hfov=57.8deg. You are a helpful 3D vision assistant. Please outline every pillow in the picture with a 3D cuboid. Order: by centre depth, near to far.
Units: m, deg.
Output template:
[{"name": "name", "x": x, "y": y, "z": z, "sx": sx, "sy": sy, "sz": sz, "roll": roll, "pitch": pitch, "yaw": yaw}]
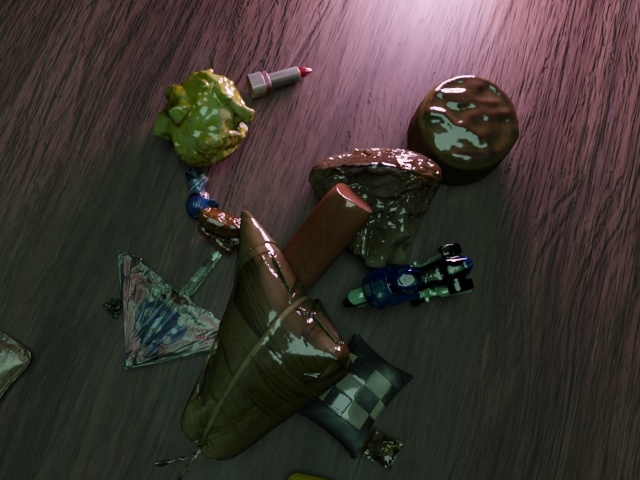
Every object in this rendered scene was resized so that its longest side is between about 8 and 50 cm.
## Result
[{"name": "pillow", "x": -0.796, "y": 0.332, "z": 1.382, "sx": 0.130, "sy": 0.033, "sz": 0.217, "roll": 33, "pitch": 76, "yaw": 5}, {"name": "pillow", "x": 0.085, "y": 0.373, "z": 1.412, "sx": 0.186, "sy": 0.106, "sz": 0.250, "roll": 40, "pitch": 72, "yaw": 5}]

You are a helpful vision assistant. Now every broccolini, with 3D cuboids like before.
[{"name": "broccolini", "x": -0.443, "y": 0.177, "z": 1.450, "sx": 0.194, "sy": 0.054, "sz": 0.052, "roll": 12, "pitch": 57, "yaw": -4}]

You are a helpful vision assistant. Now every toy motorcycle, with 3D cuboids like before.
[{"name": "toy motorcycle", "x": 0.219, "y": 0.105, "z": 1.443, "sx": 0.331, "sy": 0.196, "sz": 0.125, "roll": -14, "pitch": 77, "yaw": -7}]

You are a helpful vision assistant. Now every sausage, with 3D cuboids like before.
[{"name": "sausage", "x": -0.001, "y": 0.001, "z": 1.428, "sx": 0.121, "sy": 0.121, "sz": 0.304, "roll": 42, "pitch": 117, "yaw": 6}]

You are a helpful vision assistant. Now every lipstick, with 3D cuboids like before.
[{"name": "lipstick", "x": -0.111, "y": -0.454, "z": 1.628, "sx": 0.186, "sy": 0.057, "sz": 0.063, "roll": -19, "pitch": 78, "yaw": -15}]

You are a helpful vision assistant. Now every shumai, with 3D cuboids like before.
[{"name": "shumai", "x": 0.149, "y": -0.091, "z": 1.531, "sx": 0.346, "sy": 0.217, "sz": 0.283, "roll": -5, "pitch": 109, "yaw": 6}]

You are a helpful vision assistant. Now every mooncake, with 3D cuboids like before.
[{"name": "mooncake", "x": 0.389, "y": -0.304, "z": 1.582, "sx": 0.284, "sy": 0.155, "sz": 0.284, "roll": 1, "pitch": 75, "yaw": -3}]

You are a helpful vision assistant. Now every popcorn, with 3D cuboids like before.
[{"name": "popcorn", "x": -0.297, "y": -0.317, "z": 1.508, "sx": 0.255, "sy": 0.195, "sz": 0.256, "roll": 8, "pitch": 94, "yaw": 2}]

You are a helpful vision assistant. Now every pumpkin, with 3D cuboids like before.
[{"name": "pumpkin", "x": 0.152, "y": 0.508, "z": 1.412, "sx": 0.083, "sy": 0.054, "sz": 0.074, "roll": 28, "pitch": 80, "yaw": -3}]

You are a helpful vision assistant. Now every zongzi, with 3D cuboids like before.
[{"name": "zongzi", "x": -0.232, "y": 0.247, "z": 1.376, "sx": 0.500, "sy": 0.218, "sz": 0.467, "roll": -38, "pitch": 69, "yaw": 1}]

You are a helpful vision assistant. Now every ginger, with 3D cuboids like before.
[{"name": "ginger", "x": -0.244, "y": -0.018, "z": 1.485, "sx": 0.162, "sy": 0.103, "sz": 0.073, "roll": 20, "pitch": 40, "yaw": -9}]

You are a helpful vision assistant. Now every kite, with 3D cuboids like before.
[{"name": "kite", "x": -0.366, "y": 0.164, "z": 1.445, "sx": 0.406, "sy": 0.014, "sz": 0.368, "roll": 37, "pitch": 68, "yaw": -2}]

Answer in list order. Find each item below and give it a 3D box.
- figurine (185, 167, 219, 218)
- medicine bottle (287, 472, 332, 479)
[{"name": "figurine", "x": -0.324, "y": -0.124, "z": 1.515, "sx": 0.079, "sy": 0.077, "sz": 0.136, "roll": -14, "pitch": 78, "yaw": -48}, {"name": "medicine bottle", "x": 0.044, "y": 0.620, "z": 1.370, "sx": 0.261, "sy": 0.064, "sz": 0.095, "roll": 13, "pitch": 75, "yaw": -3}]
